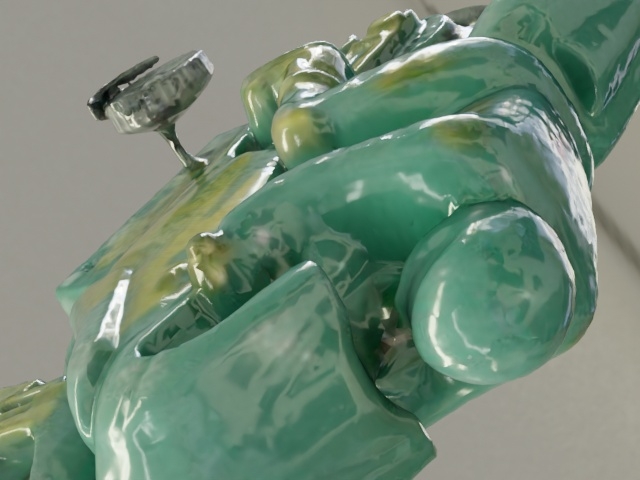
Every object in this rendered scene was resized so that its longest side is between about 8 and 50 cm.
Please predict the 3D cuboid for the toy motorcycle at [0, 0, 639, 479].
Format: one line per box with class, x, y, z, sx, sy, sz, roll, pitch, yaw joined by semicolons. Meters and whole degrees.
toy motorcycle;0.001;-0.001;0.429;0.296;0.198;0.109;-49;-65;-39
